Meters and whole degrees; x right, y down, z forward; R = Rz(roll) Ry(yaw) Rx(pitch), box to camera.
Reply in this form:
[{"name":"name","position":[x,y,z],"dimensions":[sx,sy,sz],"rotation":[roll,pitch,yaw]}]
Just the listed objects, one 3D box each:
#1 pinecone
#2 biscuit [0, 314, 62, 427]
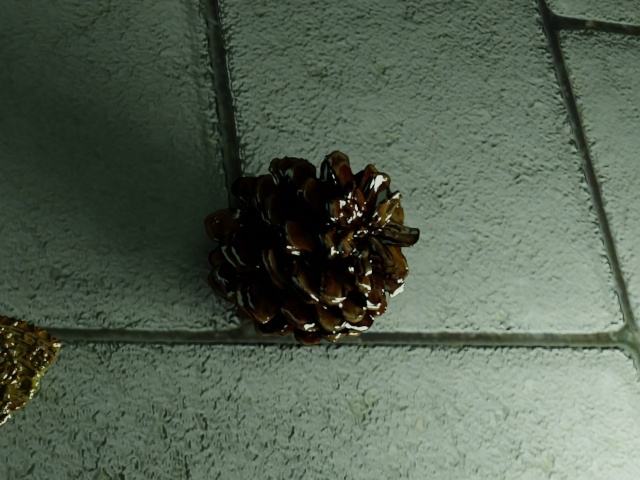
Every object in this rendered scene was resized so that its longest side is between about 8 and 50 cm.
[{"name":"pinecone","position":[0.000,0.000,1.456],"dimensions":[0.221,0.221,0.221],"rotation":[11,57,-18]},{"name":"biscuit","position":[-0.351,0.140,1.323],"dimensions":[0.126,0.025,0.206],"rotation":[37,53,0]}]
